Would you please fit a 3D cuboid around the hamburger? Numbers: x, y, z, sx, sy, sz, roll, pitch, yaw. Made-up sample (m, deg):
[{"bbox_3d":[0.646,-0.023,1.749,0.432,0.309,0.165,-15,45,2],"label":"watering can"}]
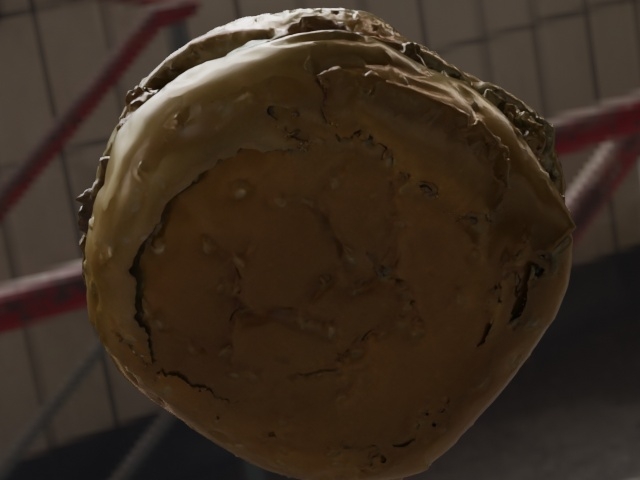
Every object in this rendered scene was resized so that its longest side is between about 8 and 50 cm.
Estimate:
[{"bbox_3d":[-0.001,0.001,0.845,0.214,0.213,0.108,-9,28,3],"label":"hamburger"}]
